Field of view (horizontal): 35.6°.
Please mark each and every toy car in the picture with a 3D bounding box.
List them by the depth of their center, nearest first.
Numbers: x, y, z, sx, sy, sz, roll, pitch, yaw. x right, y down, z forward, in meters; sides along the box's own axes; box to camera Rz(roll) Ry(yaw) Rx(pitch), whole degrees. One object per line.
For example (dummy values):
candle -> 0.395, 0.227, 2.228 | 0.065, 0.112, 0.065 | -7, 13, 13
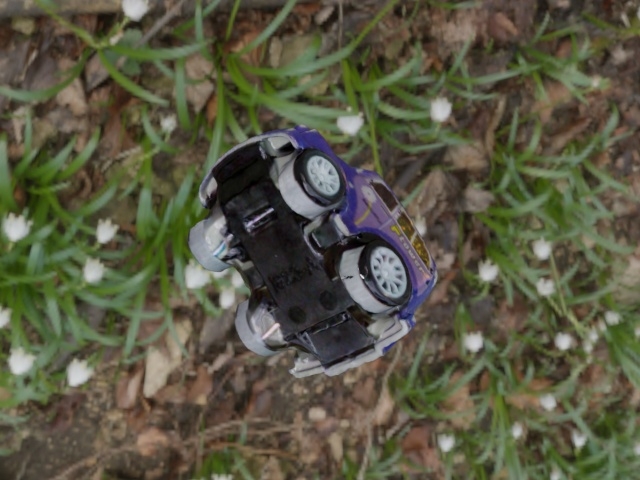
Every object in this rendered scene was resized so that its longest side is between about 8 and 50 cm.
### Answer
toy car -> 0.000, 0.000, 0.964 | 0.172, 0.158, 0.235 | -28, 94, 38
